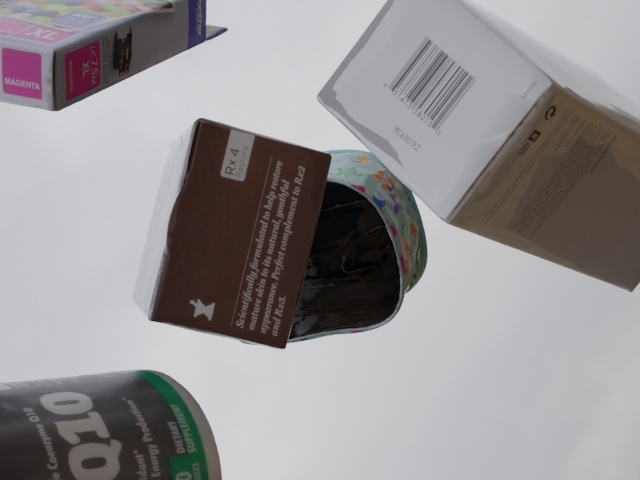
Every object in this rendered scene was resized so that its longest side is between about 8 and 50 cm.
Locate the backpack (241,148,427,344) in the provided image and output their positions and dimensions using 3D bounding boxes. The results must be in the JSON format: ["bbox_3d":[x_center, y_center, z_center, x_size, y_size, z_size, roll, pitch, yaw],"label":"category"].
[{"bbox_3d":[0.000,0.000,2.022,0.191,0.253,0.225,-43,-59,-52],"label":"backpack"}]

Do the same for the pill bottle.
[{"bbox_3d":[-0.282,0.224,1.461,0.361,0.204,0.204,-4,-59,-40],"label":"pill bottle"}]

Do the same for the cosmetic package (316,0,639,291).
[{"bbox_3d":[0.193,-0.092,1.560,0.155,0.197,0.365,-53,-36,13],"label":"cosmetic package"}]

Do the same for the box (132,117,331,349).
[{"bbox_3d":[-0.098,-0.006,1.711,0.381,0.143,0.191,-176,100,-83],"label":"box"}]

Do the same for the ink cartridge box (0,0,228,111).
[{"bbox_3d":[-0.228,-0.190,1.506,0.311,0.186,0.065,-35,-48,-60],"label":"ink cartridge box"}]
